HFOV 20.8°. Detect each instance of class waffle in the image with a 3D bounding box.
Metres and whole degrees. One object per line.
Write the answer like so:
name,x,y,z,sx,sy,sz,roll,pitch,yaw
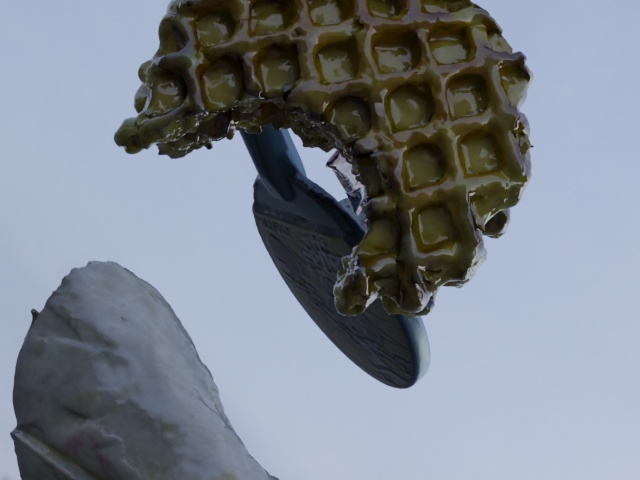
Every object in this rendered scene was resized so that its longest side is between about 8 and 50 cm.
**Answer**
waffle,0.019,-0.099,1.383,0.324,0.261,0.151,38,-5,0

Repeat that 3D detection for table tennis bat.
table tennis bat,0.000,0.000,1.566,0.215,0.044,0.329,20,-38,57

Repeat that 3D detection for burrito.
burrito,-0.045,0.160,0.837,0.299,0.105,0.143,52,-32,18

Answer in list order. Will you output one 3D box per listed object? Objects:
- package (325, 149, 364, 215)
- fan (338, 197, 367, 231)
package,0.043,-0.080,1.693,0.022,0.083,0.200,36,-5,15
fan,0.020,-0.029,1.973,0.083,0.056,0.004,14,-36,21
